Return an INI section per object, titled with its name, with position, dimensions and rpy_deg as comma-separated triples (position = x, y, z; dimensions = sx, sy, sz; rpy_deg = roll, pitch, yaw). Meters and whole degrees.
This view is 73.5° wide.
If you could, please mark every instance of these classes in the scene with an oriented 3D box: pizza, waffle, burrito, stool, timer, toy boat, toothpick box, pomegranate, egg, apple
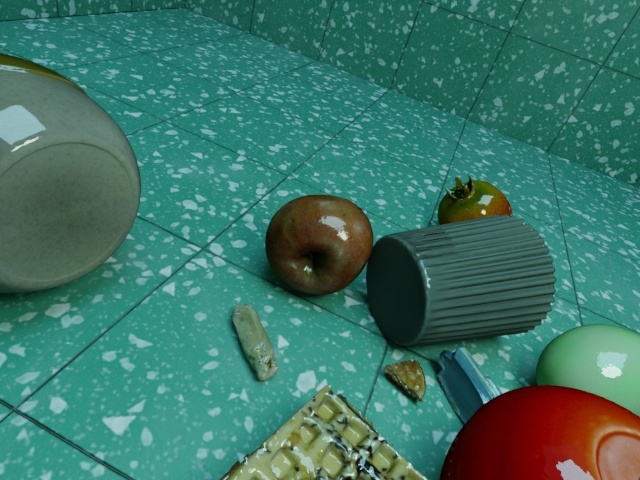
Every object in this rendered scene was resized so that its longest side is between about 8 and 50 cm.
[pizza]
position = 0.187, 0.286, 0.903
dimensions = 0.100, 0.029, 0.099
rpy_deg = 38, 32, 21
[waffle]
position = -0.024, 0.401, 0.576
dimensions = 0.261, 0.113, 0.376
rpy_deg = 37, 39, 24
[burrito]
position = -0.133, 0.195, 0.859
dimensions = 0.058, 0.045, 0.188
rpy_deg = 1, 37, -34
[stool]
position = 0.306, 0.093, 0.999
dimensions = 0.330, 0.297, 0.297
rpy_deg = -4, 41, -22
[timer]
position = 0.364, 0.396, 0.603
dimensions = 0.378, 0.279, 0.377
rpy_deg = 10, 41, -8
[toy boat]
position = 0.331, 0.314, 0.874
dimensions = 0.102, 0.088, 0.215
rpy_deg = 4, 37, -25
[toothpick box]
position = -0.586, -0.135, 0.791
dimensions = 0.426, 0.408, 0.409
rpy_deg = 28, 36, 21
[pomegranate]
position = 0.477, -0.095, 1.349
dimensions = 0.256, 0.221, 0.220
rpy_deg = 53, 23, -34
[egg]
position = 0.597, 0.290, 0.910
dimensions = 0.270, 0.220, 0.220
rpy_deg = 0, 40, -22
[apple]
position = 0.000, 0.000, 1.012
dimensions = 0.254, 0.253, 0.253
rpy_deg = 12, 36, -9
